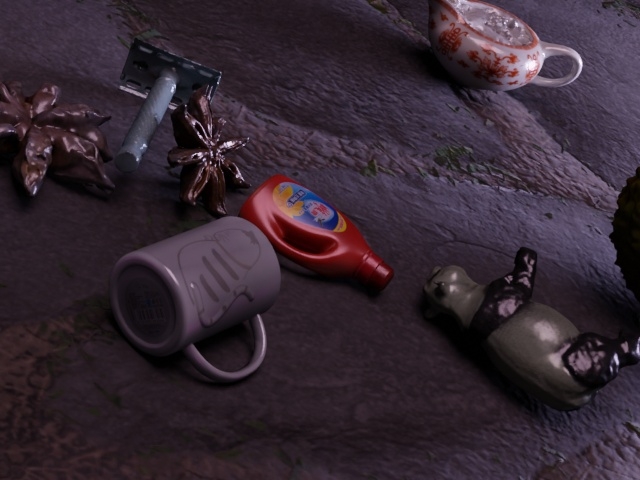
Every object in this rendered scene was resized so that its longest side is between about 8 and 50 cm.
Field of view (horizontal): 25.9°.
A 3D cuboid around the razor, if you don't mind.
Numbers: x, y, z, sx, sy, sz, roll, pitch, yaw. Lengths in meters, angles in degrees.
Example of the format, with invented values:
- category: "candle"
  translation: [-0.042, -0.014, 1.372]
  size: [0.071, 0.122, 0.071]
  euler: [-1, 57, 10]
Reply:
- category: "razor"
  translation: [-0.177, -0.133, 1.468]
  size: [0.106, 0.068, 0.232]
  euler: [21, 28, -6]

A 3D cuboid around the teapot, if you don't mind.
- category: "teapot"
  translation: [0.235, -0.262, 1.886]
  size: [0.246, 0.116, 0.159]
  euler: [13, 23, -13]

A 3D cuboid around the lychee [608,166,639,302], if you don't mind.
- category: "lychee"
  translation: [0.463, -0.004, 1.554]
  size: [0.270, 0.270, 0.320]
  euler: [16, 47, -14]

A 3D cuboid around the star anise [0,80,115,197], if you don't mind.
- category: "star anise"
  translation: [-0.290, -0.111, 1.390]
  size: [0.182, 0.065, 0.195]
  euler: [9, 39, -22]

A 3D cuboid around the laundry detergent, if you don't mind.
- category: "laundry detergent"
  translation: [0.000, 0.000, 1.439]
  size: [0.165, 0.049, 0.097]
  euler: [34, 42, 11]

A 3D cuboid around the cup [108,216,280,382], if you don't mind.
- category: "cup"
  translation: [-0.101, 0.051, 1.262]
  size: [0.136, 0.099, 0.133]
  euler: [41, 36, 23]

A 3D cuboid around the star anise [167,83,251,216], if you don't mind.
- category: "star anise"
  translation: [-0.123, -0.088, 1.446]
  size: [0.042, 0.141, 0.141]
  euler: [-10, 21, 29]

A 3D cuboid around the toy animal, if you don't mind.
- category: "toy animal"
  translation: [0.204, 0.088, 1.421]
  size: [0.225, 0.094, 0.121]
  euler: [40, 46, 18]
